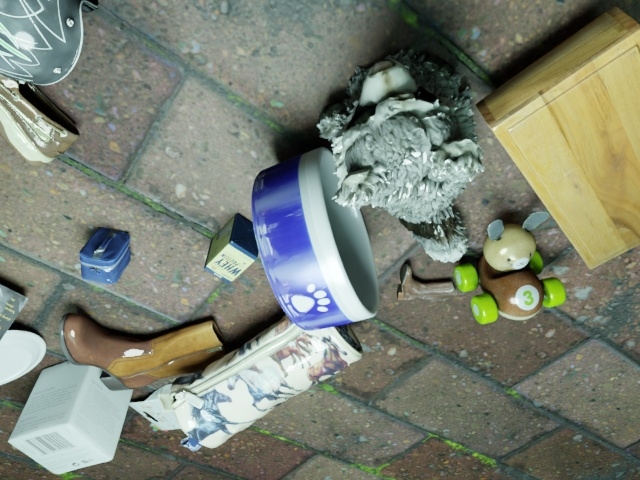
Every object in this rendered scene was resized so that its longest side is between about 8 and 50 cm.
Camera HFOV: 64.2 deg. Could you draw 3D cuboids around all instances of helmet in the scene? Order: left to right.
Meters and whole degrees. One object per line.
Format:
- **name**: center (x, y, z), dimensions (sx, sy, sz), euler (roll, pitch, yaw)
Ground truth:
- **helmet**: center (-0.363, -0.277, 0.611), dimensions (0.169, 0.161, 0.169), euler (-1, 129, -1)

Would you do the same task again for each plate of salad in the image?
- **plate of salad**: center (-0.680, 0.242, 1.055), dimensions (0.200, 0.048, 0.200), euler (-26, 149, -17)

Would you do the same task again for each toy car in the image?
- **toy car**: center (0.332, 0.031, 0.878), dimensions (0.155, 0.149, 0.188), euler (-13, 134, -5)

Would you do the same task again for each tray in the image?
- **tray**: center (0.428, -0.120, 0.779), dimensions (0.203, 0.076, 0.411), euler (-34, 131, 23)

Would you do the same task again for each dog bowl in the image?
- **dog bowl**: center (0.000, 0.000, 0.778), dimensions (0.104, 0.265, 0.265), euler (-17, 127, 15)

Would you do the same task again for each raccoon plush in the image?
- **raccoon plush**: center (0.168, -0.063, 0.710), dimensions (0.216, 0.299, 0.446), euler (-32, 123, 22)

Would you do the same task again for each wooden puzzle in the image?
- **wooden puzzle**: center (-0.407, 0.471, 1.310), dimensions (0.049, 0.006, 0.083), euler (25, 124, -20)

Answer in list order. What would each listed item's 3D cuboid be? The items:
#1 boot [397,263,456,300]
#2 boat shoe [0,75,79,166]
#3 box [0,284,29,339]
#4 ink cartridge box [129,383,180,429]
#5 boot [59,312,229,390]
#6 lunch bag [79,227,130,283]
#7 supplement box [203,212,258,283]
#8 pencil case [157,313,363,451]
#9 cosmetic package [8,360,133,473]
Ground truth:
- **boot**: center (0.212, 0.083, 0.996), dimensions (0.114, 0.037, 0.106), euler (2, 142, 1)
- **boat shoe**: center (-0.438, -0.228, 0.705), dimensions (0.095, 0.095, 0.257), euler (-27, 132, 2)
- **box**: center (-0.726, 0.133, 0.882), dimensions (0.307, 0.242, 0.076), euler (36, 152, -27)
- **ink cartridge box**: center (-0.356, 0.408, 1.250), dimensions (0.179, 0.045, 0.145), euler (-13, 130, 26)
- **boot**: center (-0.352, 0.216, 1.051), dimensions (0.280, 0.096, 0.264), euler (-13, 128, 7)
- **lunch bag**: center (-0.378, 0.025, 0.894), dimensions (0.067, 0.098, 0.065), euler (11, 125, -3)
- **supplement box**: center (-0.154, 0.014, 0.900), dimensions (0.056, 0.083, 0.083), euler (35, 121, -25)
- **pencil case**: center (-0.111, 0.255, 1.013), dimensions (0.410, 0.160, 0.183), euler (-34, 153, 13)
- **cosmetic package**: center (-0.535, 0.377, 1.118), dimensions (0.151, 0.183, 0.151), euler (-18, 127, 12)
